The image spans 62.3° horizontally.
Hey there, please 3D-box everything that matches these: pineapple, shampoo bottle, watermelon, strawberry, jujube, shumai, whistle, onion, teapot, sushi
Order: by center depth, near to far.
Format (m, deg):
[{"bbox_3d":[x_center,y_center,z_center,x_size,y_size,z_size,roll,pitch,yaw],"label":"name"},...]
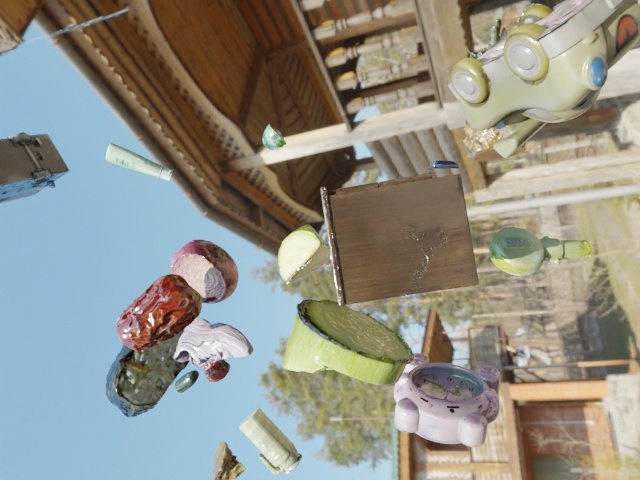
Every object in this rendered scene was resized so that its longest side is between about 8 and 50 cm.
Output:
[{"bbox_3d":[0.424,0.016,1.019,0.057,0.198,0.104,91,175,-49],"label":"whistle"},{"bbox_3d":[0.425,-0.373,1.314,0.169,0.169,0.340,16,-110,-67],"label":"pineapple"},{"bbox_3d":[-0.435,0.195,1.432,0.155,0.230,0.155,50,174,7],"label":"jujube"},{"bbox_3d":[-0.532,-0.226,1.566,0.190,0.069,0.041,21,-134,-15],"label":"shampoo bottle"},{"bbox_3d":[-0.156,0.608,1.576,0.200,0.107,0.077,46,-167,2],"label":"teapot"},{"bbox_3d":[-0.350,0.089,1.631,0.200,0.207,0.201,13,-90,-84],"label":"onion"},{"bbox_3d":[-0.531,0.372,1.655,0.211,0.171,0.350,36,-128,-19],"label":"sushi"},{"bbox_3d":[-0.147,-0.326,1.691,0.061,0.085,0.085,-47,-51,-38],"label":"watermelon"},{"bbox_3d":[-0.326,0.776,1.827,0.105,0.139,0.123,36,-173,-23],"label":"shumai"},{"bbox_3d":[-0.381,0.460,1.913,0.106,0.106,0.106,-9,-90,-69],"label":"strawberry"}]

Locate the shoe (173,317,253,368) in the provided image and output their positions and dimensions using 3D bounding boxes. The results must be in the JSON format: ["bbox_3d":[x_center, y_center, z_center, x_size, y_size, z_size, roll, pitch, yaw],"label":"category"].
[{"bbox_3d":[-0.317,0.315,1.550,0.138,0.245,0.095,-64,-31,-28],"label":"shoe"}]

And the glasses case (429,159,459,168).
[{"bbox_3d":[0.358,-0.219,1.524,0.033,0.083,0.023,-112,22,-78],"label":"glasses case"}]

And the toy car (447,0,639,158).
[{"bbox_3d":[0.411,-0.294,0.925,0.226,0.242,0.336,53,166,-13],"label":"toy car"}]

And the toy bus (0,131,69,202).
[{"bbox_3d":[-0.622,-0.119,0.972,0.106,0.131,0.297,61,-157,-5],"label":"toy bus"}]

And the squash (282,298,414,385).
[{"bbox_3d":[0.045,0.197,0.915,0.220,0.220,0.133,9,-79,-68],"label":"squash"}]

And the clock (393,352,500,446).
[{"bbox_3d":[0.359,0.451,1.519,0.322,0.295,0.113,-35,-51,-65],"label":"clock"}]

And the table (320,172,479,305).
[{"bbox_3d":[0.111,-0.006,0.797,0.169,0.193,0.172,24,-122,-86],"label":"table"}]

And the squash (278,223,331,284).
[{"bbox_3d":[0.000,0.000,1.385,0.093,0.169,0.252,49,-145,11],"label":"squash"}]

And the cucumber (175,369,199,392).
[{"bbox_3d":[-0.447,0.474,1.799,0.048,0.105,0.048,38,-152,-25],"label":"cucumber"}]
